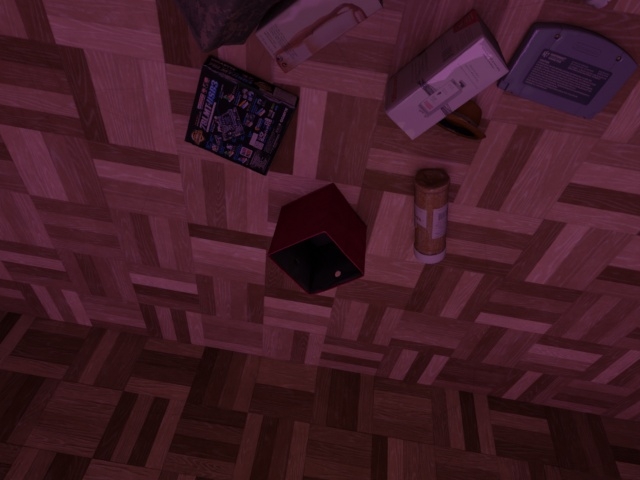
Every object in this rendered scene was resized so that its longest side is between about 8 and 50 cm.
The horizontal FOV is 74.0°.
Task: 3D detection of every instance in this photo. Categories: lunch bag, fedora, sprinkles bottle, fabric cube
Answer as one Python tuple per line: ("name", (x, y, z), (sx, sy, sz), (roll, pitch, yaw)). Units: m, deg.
("lunch bag", (-0.248, -0.634, 0.980), (0.235, 0.169, 0.287), (-22, 100, 52))
("fedora", (0.400, -0.360, 1.221), (0.194, 0.194, 0.079), (23, 98, -13))
("sprinkles bottle", (0.391, -0.077, 1.504), (0.121, 0.121, 0.356), (-1, 134, 11))
("fabric cube", (0.000, 0.000, 1.553), (0.254, 0.258, 0.259), (-23, 127, 28))

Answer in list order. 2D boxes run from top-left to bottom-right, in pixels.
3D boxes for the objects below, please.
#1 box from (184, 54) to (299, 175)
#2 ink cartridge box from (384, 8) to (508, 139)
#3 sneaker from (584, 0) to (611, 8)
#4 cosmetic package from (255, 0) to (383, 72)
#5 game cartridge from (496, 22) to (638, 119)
("box", (-0.256, -0.381, 1.347), (0.293, 0.073, 0.296), (22, 135, -11))
("ink cartridge box", (0.315, -0.427, 1.104), (0.117, 0.207, 0.283), (39, 129, -24))
("sneaker", (0.621, -0.640, 0.911), (0.111, 0.103, 0.252), (9, 135, -1))
("cosmetic package", (-0.002, -0.572, 1.056), (0.296, 0.153, 0.129), (-22, 129, 30))
("game cartridge", (0.656, -0.453, 1.129), (0.297, 0.062, 0.198), (16, 131, -6))
